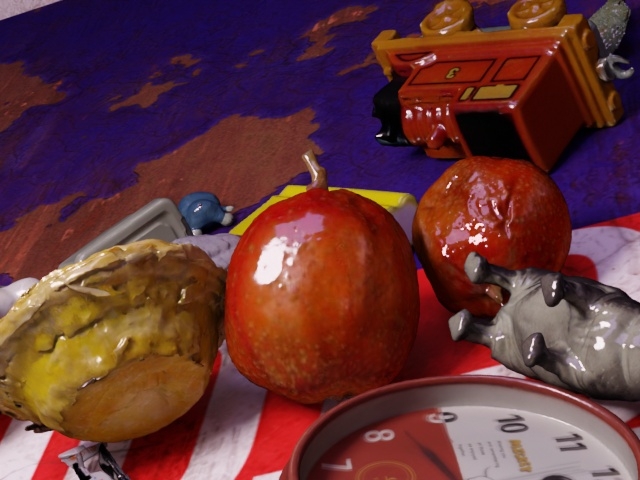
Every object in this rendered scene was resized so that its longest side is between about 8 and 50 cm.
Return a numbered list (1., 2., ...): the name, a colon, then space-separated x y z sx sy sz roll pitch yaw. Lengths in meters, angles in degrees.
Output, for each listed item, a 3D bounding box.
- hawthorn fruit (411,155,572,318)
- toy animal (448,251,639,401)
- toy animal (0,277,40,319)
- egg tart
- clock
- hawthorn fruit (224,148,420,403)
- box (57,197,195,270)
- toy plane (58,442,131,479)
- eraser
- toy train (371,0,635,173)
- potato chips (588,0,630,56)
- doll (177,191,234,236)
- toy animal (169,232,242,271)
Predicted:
1. hawthorn fruit: 0.174 -0.005 1.613 0.173 0.173 0.179 3 33 43
2. toy animal: 0.260 0.093 1.355 0.343 0.168 0.106 16 88 51
3. toy animal: -0.458 0.122 1.791 0.249 0.174 0.289 4 3 25
4. egg tart: -0.203 0.121 1.569 0.295 0.295 0.116 -26 59 -8
5. clock: 0.120 0.213 1.265 0.318 0.080 0.318 -3 23 1
6. hawthorn fruit: -0.001 0.035 1.555 0.205 0.253 0.205 -5 4 0
7. box: -0.241 0.036 1.930 0.172 0.124 0.093 -38 18 -34
8. toy plane: -0.225 0.254 1.545 0.078 0.053 0.197 -20 24 -17
9. eraser: 0.000 0.000 1.852 0.226 0.069 0.158 7 36 47
10. toy train: 0.221 -0.191 1.967 0.369 0.163 0.231 2 42 41
11. potato chips: 0.362 -0.285 2.160 0.167 0.059 0.228 -20 22 28
12. doll: -0.158 -0.039 2.094 0.076 0.050 0.083 -23 22 -13
13. toy animal: -0.155 0.050 1.703 0.195 0.090 0.324 -36 -14 7
